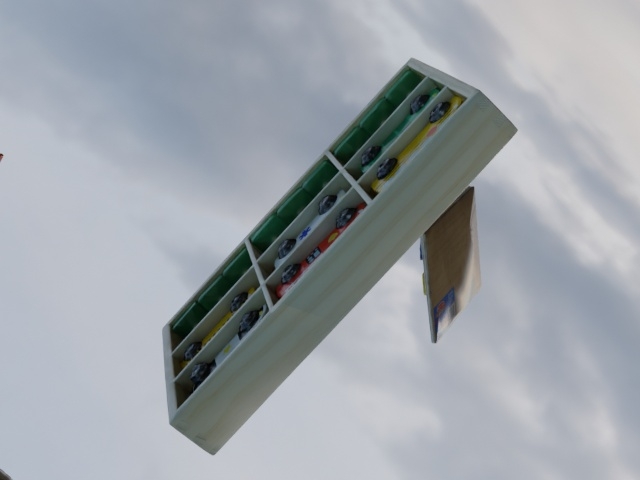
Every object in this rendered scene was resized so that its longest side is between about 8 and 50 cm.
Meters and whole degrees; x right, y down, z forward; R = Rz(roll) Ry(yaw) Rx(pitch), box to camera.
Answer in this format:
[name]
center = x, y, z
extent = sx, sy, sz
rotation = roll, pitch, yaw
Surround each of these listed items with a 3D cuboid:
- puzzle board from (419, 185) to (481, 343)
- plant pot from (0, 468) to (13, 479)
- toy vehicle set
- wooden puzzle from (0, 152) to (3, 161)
[puzzle board]
center = 0.110, 0.018, 0.963
extent = 0.128, 0.011, 0.096
rotation = -38, -54, -58
[plant pot]
center = -0.358, 0.285, 0.697
extent = 0.334, 0.305, 0.334
rotation = 35, -174, -4
[toy vehicle set]
center = 0.000, 0.000, 0.740
extent = 0.035, 0.267, 0.166
rotation = 41, -176, -17
[wooden puzzle]
center = -0.242, -0.023, 0.774
extent = 0.006, 0.083, 0.049
rotation = 37, -147, 22
